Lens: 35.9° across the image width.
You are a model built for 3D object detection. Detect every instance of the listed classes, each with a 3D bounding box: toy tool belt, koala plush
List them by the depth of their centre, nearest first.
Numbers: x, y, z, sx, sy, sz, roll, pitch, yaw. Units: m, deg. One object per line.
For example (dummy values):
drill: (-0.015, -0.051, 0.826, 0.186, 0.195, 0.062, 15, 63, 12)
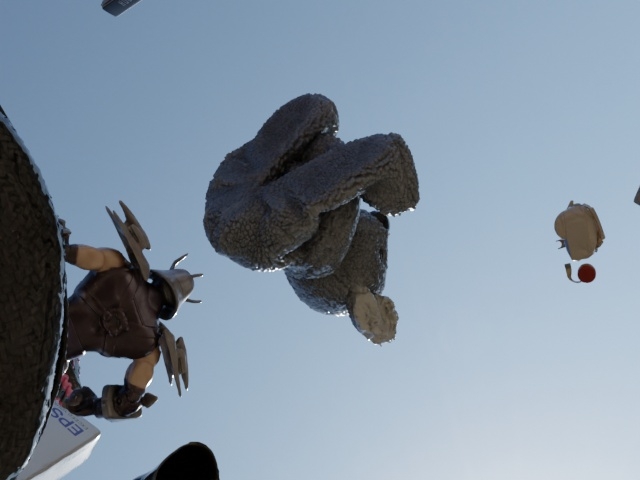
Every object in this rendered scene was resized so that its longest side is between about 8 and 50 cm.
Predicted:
koala plush: (0.000, 0.000, 1.038, 0.203, 0.196, 0.221, -38, -48, -12)
toy tool belt: (0.277, 0.000, 1.053, 0.051, 0.052, 0.083, -38, -67, -71)

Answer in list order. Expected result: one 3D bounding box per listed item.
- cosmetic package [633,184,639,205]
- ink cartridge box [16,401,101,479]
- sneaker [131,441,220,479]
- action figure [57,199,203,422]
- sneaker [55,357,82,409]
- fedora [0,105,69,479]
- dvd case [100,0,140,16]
cosmetic package: (0.457, -0.090, 1.076, 0.238, 0.107, 0.127, -13, -53, -40)
ink cartridge box: (-0.499, 0.226, 1.260, 0.071, 0.324, 0.330, -59, -11, 18)
sneaker: (-0.143, 0.259, 0.744, 0.083, 0.118, 0.222, 25, -136, -16)
action figure: (-0.218, 0.077, 0.761, 0.285, 0.099, 0.185, -24, -84, -23)
sneaker: (-0.274, 0.125, 1.067, 0.057, 0.047, 0.119, -17, -102, -46)
fedora: (-0.223, 0.018, 0.471, 0.334, 0.153, 0.334, 5, -97, -46)
dvd case: (-0.173, -0.395, 1.188, 0.030, 0.179, 0.238, 31, -115, -30)
